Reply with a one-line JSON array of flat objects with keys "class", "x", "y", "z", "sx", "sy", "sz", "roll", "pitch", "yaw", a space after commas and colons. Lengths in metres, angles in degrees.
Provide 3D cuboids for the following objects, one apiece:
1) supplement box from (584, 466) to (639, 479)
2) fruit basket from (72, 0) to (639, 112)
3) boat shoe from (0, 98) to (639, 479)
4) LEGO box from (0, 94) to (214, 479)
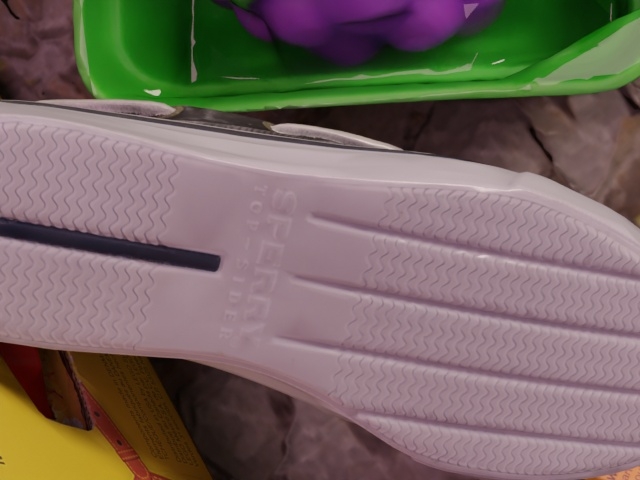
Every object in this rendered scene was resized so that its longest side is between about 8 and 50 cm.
[{"class": "supplement box", "x": 0.188, "y": 0.095, "z": 0.605, "sx": 0.233, "sy": 0.078, "sz": 0.080, "roll": 23, "pitch": 96, "yaw": 14}, {"class": "fruit basket", "x": -0.013, "y": -0.234, "z": 0.519, "sx": 0.283, "sy": 0.392, "sz": 0.392, "roll": -1, "pitch": 89, "yaw": 16}, {"class": "boat shoe", "x": 0.000, "y": 0.000, "z": 0.540, "sx": 0.335, "sy": 0.119, "sz": 0.121, "roll": 17, "pitch": 107, "yaw": -15}, {"class": "LEGO box", "x": -0.269, "y": 0.125, "z": 0.599, "sx": 0.372, "sy": 0.193, "sz": 0.500, "roll": -42, "pitch": 59, "yaw": 12}]
